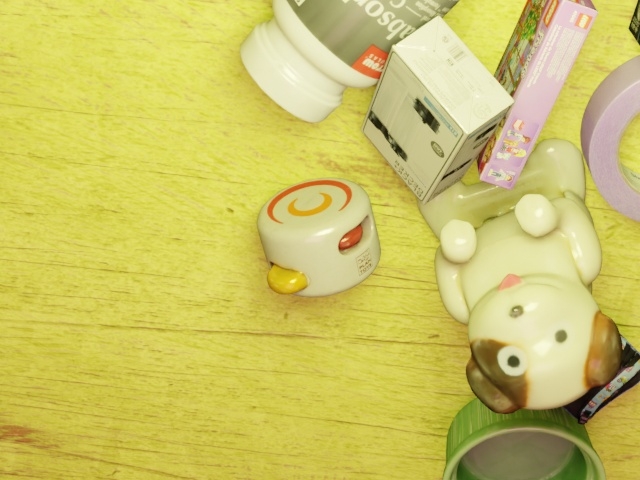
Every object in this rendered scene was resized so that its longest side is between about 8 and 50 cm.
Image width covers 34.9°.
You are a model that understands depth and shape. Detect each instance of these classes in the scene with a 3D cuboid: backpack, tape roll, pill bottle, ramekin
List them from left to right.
[{"bbox_3d":[0.063,-0.353,1.471,0.210,0.210,0.363,38,116,-17],"label":"pill bottle"},{"bbox_3d":[0.379,0.424,1.946,0.303,0.148,0.303,1,121,2],"label":"ramekin"},{"bbox_3d":[0.486,0.220,1.836,0.158,0.117,0.173,41,115,-19],"label":"backpack"},{"bbox_3d":[0.559,-0.163,1.622,0.275,0.090,0.275,2,121,3],"label":"tape roll"}]

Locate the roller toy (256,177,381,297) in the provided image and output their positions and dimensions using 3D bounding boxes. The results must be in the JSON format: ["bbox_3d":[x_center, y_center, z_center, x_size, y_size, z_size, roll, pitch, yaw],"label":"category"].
[{"bbox_3d":[0.000,0.000,1.691,0.191,0.209,0.146,-12,120,4],"label":"roller toy"}]

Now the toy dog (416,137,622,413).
[{"bbox_3d":[0.315,0.092,1.603,0.284,0.408,0.395,-10,119,10],"label":"toy dog"}]

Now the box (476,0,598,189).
[{"bbox_3d":[0.310,-0.248,1.523,0.057,0.201,0.293,17,120,-7],"label":"box"}]

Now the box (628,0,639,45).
[{"bbox_3d":[0.549,-0.302,1.487,0.147,0.180,0.077,10,121,-2],"label":"box"}]

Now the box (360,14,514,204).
[{"bbox_3d":[0.163,-0.181,1.505,0.087,0.290,0.169,-36,81,-15],"label":"box"}]
